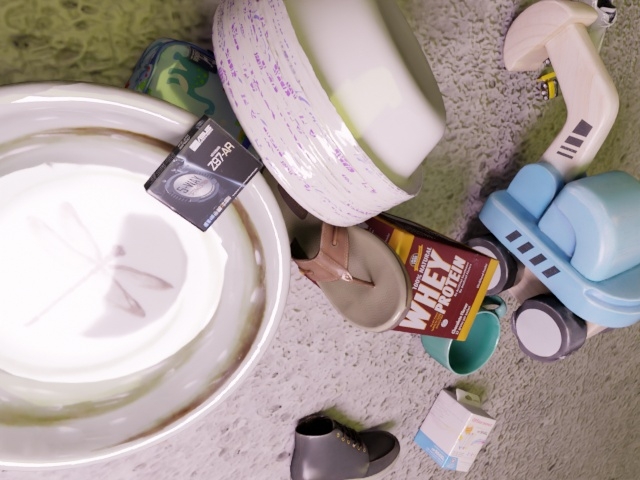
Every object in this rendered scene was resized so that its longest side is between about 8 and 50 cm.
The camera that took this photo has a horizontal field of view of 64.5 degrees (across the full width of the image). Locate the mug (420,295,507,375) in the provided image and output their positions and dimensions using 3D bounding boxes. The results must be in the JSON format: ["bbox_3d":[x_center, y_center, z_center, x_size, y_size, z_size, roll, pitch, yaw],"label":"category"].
[{"bbox_3d":[0.261,0.167,0.945,0.157,0.097,0.130,-7,111,-30],"label":"mug"}]

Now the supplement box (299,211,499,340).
[{"bbox_3d":[0.108,0.038,0.743,0.194,0.191,0.129,14,101,-34],"label":"supplement box"}]

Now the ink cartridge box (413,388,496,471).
[{"bbox_3d":[0.280,0.382,1.044,0.092,0.090,0.143,25,94,-36],"label":"ink cartridge box"}]

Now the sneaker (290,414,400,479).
[{"bbox_3d":[0.054,0.361,0.901,0.222,0.083,0.118,-7,111,-28],"label":"sneaker"}]

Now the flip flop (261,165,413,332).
[{"bbox_3d":[0.000,0.000,0.622,0.080,0.277,0.112,-6,144,-54],"label":"flip flop"}]

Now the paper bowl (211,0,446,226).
[{"bbox_3d":[0.031,-0.170,0.548,0.148,0.284,0.284,-26,130,27],"label":"paper bowl"}]

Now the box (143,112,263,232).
[{"bbox_3d":[-0.102,-0.058,0.447,0.083,0.018,0.067,-48,127,2],"label":"box"}]

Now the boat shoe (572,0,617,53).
[{"bbox_3d":[0.482,-0.398,0.883,0.066,0.063,0.184,-17,116,-26],"label":"boat shoe"}]

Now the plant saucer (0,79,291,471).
[{"bbox_3d":[-0.230,0.042,0.504,0.400,0.100,0.401,-12,119,-22],"label":"plant saucer"}]

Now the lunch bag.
[{"bbox_3d":[-0.154,-0.106,0.593,0.176,0.090,0.219,26,95,-38],"label":"lunch bag"}]

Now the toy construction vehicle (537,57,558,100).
[{"bbox_3d":[0.422,-0.311,0.903,0.085,0.035,0.098,-24,117,-9],"label":"toy construction vehicle"}]

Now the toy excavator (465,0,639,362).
[{"bbox_3d":[0.410,-0.096,0.832,0.222,0.433,0.445,-12,141,-32],"label":"toy excavator"}]
